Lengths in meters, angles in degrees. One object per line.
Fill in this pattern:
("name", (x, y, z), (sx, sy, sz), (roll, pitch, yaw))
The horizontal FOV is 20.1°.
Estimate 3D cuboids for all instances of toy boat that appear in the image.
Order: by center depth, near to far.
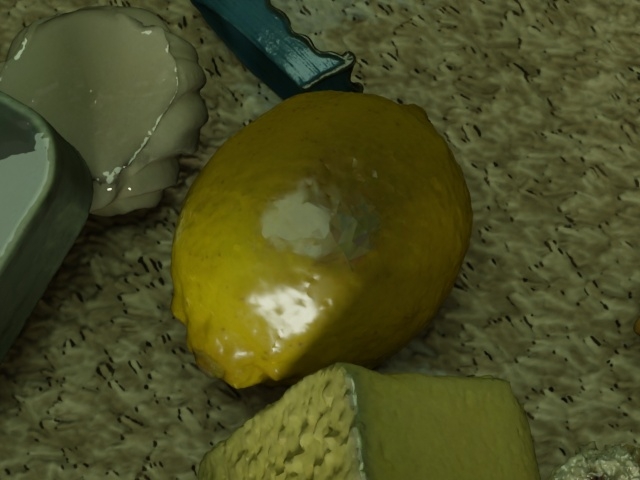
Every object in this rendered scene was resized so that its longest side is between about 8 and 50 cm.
("toy boat", (-0.035, -0.180, 1.472), (0.077, 0.075, 0.185), (-41, 63, -11))

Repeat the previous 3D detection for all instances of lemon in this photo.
("lemon", (0.000, 0.000, 1.310), (0.204, 0.204, 0.260), (36, 71, 20))

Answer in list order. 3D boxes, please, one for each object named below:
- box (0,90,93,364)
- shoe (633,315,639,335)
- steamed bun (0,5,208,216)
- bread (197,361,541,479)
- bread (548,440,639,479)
("box", (-0.419, 0.013, 1.351), (0.396, 0.111, 0.396), (28, 84, 18))
("shoe", (0.265, 0.062, 1.328), (0.072, 0.069, 0.109), (-5, 70, -39))
("steamed bun", (-0.173, -0.095, 1.426), (0.182, 0.106, 0.183), (-4, 73, 13))
("bread", (0.033, 0.238, 1.232), (0.198, 0.236, 0.263), (13, 56, -37))
("bread", (0.207, 0.207, 1.241), (0.082, 0.106, 0.125), (-24, 60, 0))
